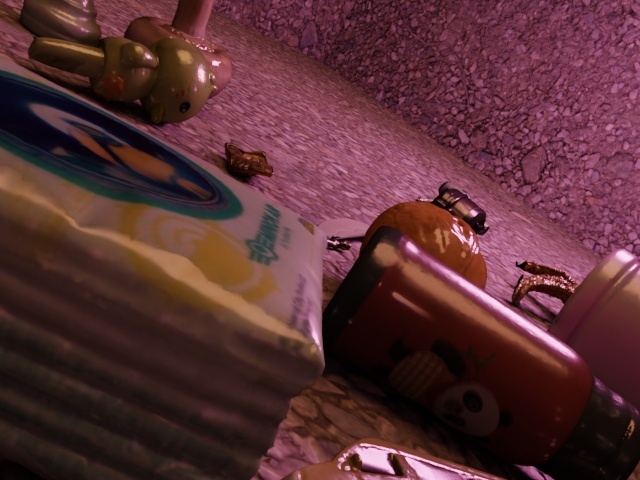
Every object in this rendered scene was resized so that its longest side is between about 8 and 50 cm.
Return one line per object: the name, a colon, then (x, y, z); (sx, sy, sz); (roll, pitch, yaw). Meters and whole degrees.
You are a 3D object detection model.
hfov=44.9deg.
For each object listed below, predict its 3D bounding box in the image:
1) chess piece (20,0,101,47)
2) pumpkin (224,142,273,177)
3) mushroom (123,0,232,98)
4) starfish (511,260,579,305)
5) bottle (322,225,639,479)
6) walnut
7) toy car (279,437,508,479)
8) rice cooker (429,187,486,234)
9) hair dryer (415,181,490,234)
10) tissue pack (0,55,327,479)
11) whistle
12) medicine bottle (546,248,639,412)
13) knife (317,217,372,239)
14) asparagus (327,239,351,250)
chess piece: (-0.406, -0.473, 1.336); (0.139, 0.272, 0.139); (27, 16, -9)
pumpkin: (-0.118, -0.121, 1.237); (0.073, 0.035, 0.101); (14, 24, -17)
mushroom: (-0.249, -0.367, 1.415); (0.207, 0.215, 0.207); (21, 21, -9)
starfish: (0.497, 0.134, 1.458); (0.303, 0.113, 0.312); (30, 6, -12)
bottle: (0.166, 0.127, 0.784); (0.336, 0.144, 0.144); (32, 16, 3)
walnut: (0.129, 0.034, 0.984); (0.165, 0.165, 0.197); (28, 8, -9)
toy car: (0.055, 0.189, 0.471); (0.256, 0.101, 0.124); (24, 17, -26)
rice cooker: (0.265, -0.039, 1.540); (0.106, 0.112, 0.165); (41, 18, 12)
hair dryer: (0.331, -0.070, 1.891); (0.167, 0.067, 0.199); (41, 29, 15)
tissue pack: (-0.190, -0.008, 0.487); (0.387, 0.162, 0.287); (27, 11, -6)
whistle: (-0.287, -0.243, 1.185); (0.294, 0.141, 0.141); (-10, 40, -39)
medicine bottle: (0.505, 0.183, 1.113); (0.325, 0.212, 0.212); (38, 17, 26)
knife: (0.076, -0.025, 1.283); (0.081, 0.043, 0.335); (26, 14, 30)
asparagus: (0.000, 0.000, 1.106); (0.127, 0.018, 0.015); (13, 57, -47)
